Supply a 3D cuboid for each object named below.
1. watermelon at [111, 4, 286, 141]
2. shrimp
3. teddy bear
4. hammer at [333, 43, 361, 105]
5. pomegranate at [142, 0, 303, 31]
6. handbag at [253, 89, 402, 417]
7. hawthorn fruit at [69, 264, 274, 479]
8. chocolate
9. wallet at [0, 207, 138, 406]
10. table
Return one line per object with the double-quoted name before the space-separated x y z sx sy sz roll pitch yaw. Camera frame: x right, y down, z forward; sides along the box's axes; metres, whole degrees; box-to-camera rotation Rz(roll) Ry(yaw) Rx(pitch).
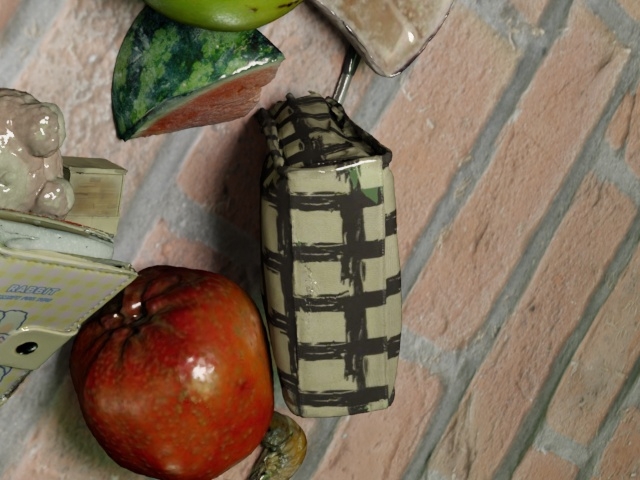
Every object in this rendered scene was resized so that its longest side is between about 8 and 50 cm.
"watermelon" -0.146 -0.178 1.279 0.202 0.136 0.207 33 99 -36
"shrimp" -0.103 0.310 1.541 0.150 0.051 0.217 -51 134 -3
"teddy bear" -0.393 -0.065 1.096 0.267 0.151 0.236 -25 127 -36
"hammer" 0.047 -0.246 1.469 0.103 0.029 0.246 18 93 -41
"pomegranate" -0.149 -0.371 1.150 0.358 0.216 0.310 -11 93 0
"handbag" 0.000 0.000 1.316 0.162 0.327 0.325 -5 114 -5
"hawthorn fruit" -0.166 0.184 1.318 0.254 0.254 0.300 -45 137 -18
"chocolate" 0.039 -0.367 1.363 0.185 0.100 0.303 -50 121 -9
"wallet" -0.369 0.096 1.136 0.309 0.077 0.223 -43 154 22
"table" -0.281 -0.052 1.248 0.079 0.062 0.083 0 106 -39
